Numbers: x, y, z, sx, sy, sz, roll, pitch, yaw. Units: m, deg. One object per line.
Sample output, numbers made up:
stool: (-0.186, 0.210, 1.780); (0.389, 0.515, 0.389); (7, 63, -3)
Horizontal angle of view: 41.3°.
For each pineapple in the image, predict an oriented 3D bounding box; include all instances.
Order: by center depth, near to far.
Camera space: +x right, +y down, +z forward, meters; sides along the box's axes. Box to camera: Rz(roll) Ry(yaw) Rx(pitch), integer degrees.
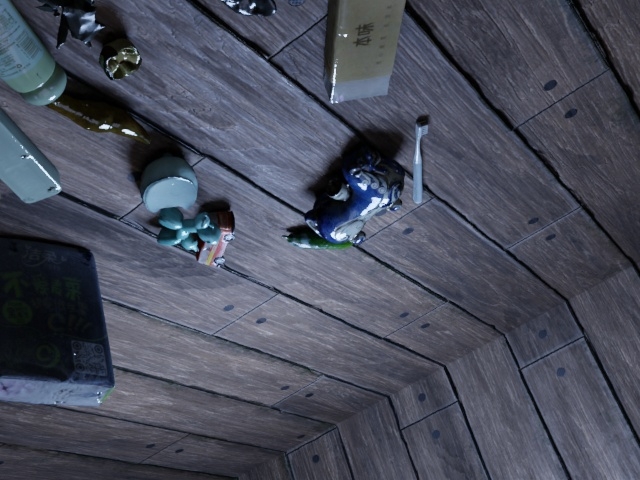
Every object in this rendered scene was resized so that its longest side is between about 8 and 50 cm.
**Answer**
pineapple: (-0.403, -0.416, 1.324); (0.128, 0.248, 0.128); (-16, 151, -9)

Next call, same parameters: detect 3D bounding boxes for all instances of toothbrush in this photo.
toothbrush: (0.260, -0.201, 2.236); (0.030, 0.025, 0.342); (-18, 148, -7)

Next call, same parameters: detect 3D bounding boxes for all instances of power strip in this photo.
power strip: (-0.648, -0.201, 1.702); (0.091, 0.062, 0.385); (-21, 149, 3)

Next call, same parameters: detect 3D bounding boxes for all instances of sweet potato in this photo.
sweet potato: (-0.463, -0.256, 1.719); (0.273, 0.067, 0.067); (21, 131, -40)

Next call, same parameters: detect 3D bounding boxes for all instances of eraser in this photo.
eraser: (0.086, -0.427, 1.736); (0.144, 0.078, 0.343); (-11, 148, -10)

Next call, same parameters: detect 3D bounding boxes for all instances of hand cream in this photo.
hand cream: (-0.563, -0.353, 1.484); (0.147, 0.093, 0.306); (-25, 147, 7)

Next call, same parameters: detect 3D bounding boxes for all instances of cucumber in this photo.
cucumber: (0.000, 0.000, 2.378); (0.250, 0.056, 0.056); (0, 144, -30)

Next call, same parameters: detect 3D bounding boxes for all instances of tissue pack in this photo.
tissue pack: (-0.648, 0.185, 1.984); (0.288, 0.394, 0.124); (13, 135, -40)

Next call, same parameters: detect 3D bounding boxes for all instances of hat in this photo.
hat: (-0.387, -0.351, 1.616); (0.076, 0.059, 0.077); (-32, 156, -10)

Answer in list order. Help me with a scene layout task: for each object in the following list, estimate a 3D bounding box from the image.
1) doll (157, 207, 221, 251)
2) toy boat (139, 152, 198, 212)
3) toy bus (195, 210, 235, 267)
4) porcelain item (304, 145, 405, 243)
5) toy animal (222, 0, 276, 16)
doll: (-0.324, -0.030, 2.097); (0.158, 0.059, 0.159); (20, 141, -6)
toy boat: (-0.353, -0.136, 1.972); (0.134, 0.079, 0.208); (-5, 157, -9)
toy bus: (-0.274, -0.008, 2.199); (0.077, 0.079, 0.174); (6, 142, -20)
porcelain item: (0.082, -0.112, 2.176); (0.288, 0.138, 0.186); (-38, 133, 26)
toy animal: (-0.096, -0.485, 1.509); (0.245, 0.115, 0.146); (-21, 148, 3)
